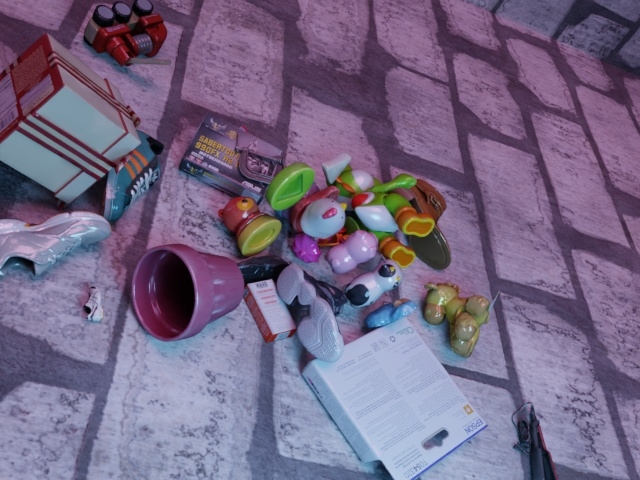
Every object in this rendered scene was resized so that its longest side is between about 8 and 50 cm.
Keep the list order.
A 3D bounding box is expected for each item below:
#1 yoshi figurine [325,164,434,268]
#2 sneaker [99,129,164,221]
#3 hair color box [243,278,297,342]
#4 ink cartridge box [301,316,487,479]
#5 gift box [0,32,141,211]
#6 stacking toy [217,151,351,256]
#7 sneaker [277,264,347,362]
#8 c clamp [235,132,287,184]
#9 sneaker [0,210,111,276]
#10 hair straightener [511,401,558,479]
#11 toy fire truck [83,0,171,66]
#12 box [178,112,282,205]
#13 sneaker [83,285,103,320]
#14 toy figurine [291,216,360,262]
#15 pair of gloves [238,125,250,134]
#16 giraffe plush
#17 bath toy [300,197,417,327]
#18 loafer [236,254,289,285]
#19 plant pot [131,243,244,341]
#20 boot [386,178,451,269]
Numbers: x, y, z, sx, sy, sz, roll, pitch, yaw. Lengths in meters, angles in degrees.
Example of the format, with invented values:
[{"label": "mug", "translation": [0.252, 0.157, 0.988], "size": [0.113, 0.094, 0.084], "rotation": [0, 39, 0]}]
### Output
[{"label": "yoshi figurine", "translation": [0.159, -0.088, 1.902], "size": [0.204, 0.203, 0.362], "rotation": [-28, 47, -15]}, {"label": "sneaker", "translation": [-0.444, -0.158, 1.694], "size": [0.121, 0.108, 0.302], "rotation": [16, 46, -16]}, {"label": "hair color box", "translation": [-0.118, 0.162, 1.642], "size": [0.072, 0.043, 0.141], "rotation": [-9, 58, -36]}, {"label": "ink cartridge box", "translation": [0.172, 0.362, 1.614], "size": [0.324, 0.071, 0.330], "rotation": [-18, 64, -41]}, {"label": "gift box", "translation": [-0.563, -0.238, 1.550], "size": [0.258, 0.255, 0.276], "rotation": [39, 20, -51]}, {"label": "stacking toy", "translation": [-0.090, -0.126, 1.758], "size": [0.309, 0.279, 0.130], "rotation": [-23, 61, -44]}, {"label": "sneaker", "translation": [0.012, 0.171, 1.628], "size": [0.153, 0.101, 0.268], "rotation": [20, 29, -46]}, {"label": "c clamp", "translation": [-0.154, -0.209, 1.872], "size": [0.161, 0.022, 0.137], "rotation": [20, 53, -16]}, {"label": "sneaker", "translation": [-0.566, 0.017, 1.485], "size": [0.263, 0.099, 0.121], "rotation": [-9, 64, -27]}, {"label": "hair straightener", "translation": [0.511, 0.489, 1.713], "size": [0.089, 0.047, 0.230], "rotation": [19, 44, -15]}, {"label": "toy fire truck", "translation": [-0.508, -0.559, 2.008], "size": [0.246, 0.158, 0.217], "rotation": [52, 44, 4]}, {"label": "box", "translation": [-0.235, -0.215, 1.884], "size": [0.231, 0.056, 0.183], "rotation": [27, 52, -10]}, {"label": "sneaker", "translation": [-0.474, 0.129, 1.471], "size": [0.037, 0.032, 0.083], "rotation": [0, 51, -31]}, {"label": "toy figurine", "translation": [0.000, 0.000, 1.826], "size": [0.159, 0.130, 0.173], "rotation": [-7, 33, -23]}, {"label": "pair of gloves", "translation": [-0.232, -0.253, 1.969], "size": [0.159, 0.023, 0.198], "rotation": [-19, 63, -40]}, {"label": "giraffe plush", "translation": [0.341, 0.177, 1.833], "size": [0.171, 0.181, 0.210], "rotation": [23, 50, 21]}, {"label": "bath toy", "translation": [0.092, 0.041, 1.706], "size": [0.151, 0.129, 0.348], "rotation": [-35, 92, -21]}, {"label": "loafer", "translation": [-0.159, 0.068, 1.702], "size": [0.170, 0.062, 0.061], "rotation": [-3, 31, -37]}, {"label": "plant pot", "translation": [-0.269, 0.104, 1.512], "size": [0.180, 0.201, 0.201], "rotation": [-5, 53, -54]}, {"label": "boot", "translation": [0.315, -0.058, 2.074], "size": [0.283, 0.109, 0.220], "rotation": [49, 32, 11]}]
